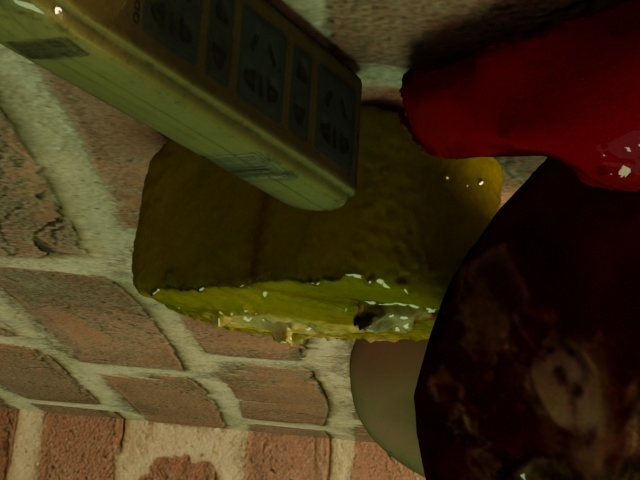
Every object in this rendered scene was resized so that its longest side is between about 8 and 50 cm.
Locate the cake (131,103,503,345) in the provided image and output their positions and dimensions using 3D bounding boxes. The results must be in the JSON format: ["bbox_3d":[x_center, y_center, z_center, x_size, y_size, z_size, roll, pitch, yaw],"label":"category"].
[{"bbox_3d":[0.000,0.000,1.140,0.260,0.156,0.179,-2,159,36],"label":"cake"}]

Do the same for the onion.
[{"bbox_3d":[0.276,0.108,1.025,0.398,0.398,0.420,0,-176,22],"label":"onion"}]

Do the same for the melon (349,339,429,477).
[{"bbox_3d":[0.174,0.107,1.361,0.317,0.223,0.223,-6,163,38],"label":"melon"}]

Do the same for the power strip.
[{"bbox_3d":[-0.072,-0.105,0.830,0.066,0.092,0.387,-2,165,27],"label":"power strip"}]

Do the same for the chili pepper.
[{"bbox_3d":[0.163,-0.078,0.837,0.110,0.110,0.387,16,169,-37],"label":"chili pepper"}]
